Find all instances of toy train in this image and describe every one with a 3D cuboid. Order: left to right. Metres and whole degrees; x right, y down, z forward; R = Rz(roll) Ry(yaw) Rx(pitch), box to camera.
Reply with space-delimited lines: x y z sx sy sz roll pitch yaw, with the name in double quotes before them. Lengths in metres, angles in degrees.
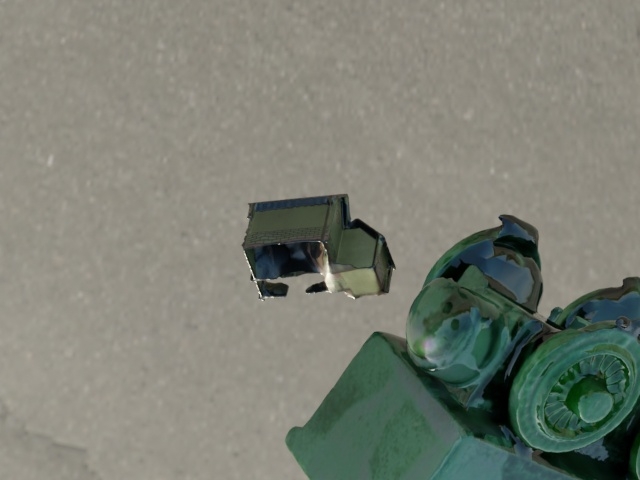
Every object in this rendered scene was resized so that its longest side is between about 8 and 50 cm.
"toy train" 0.132 0.114 0.956 0.266 0.145 0.202 24 106 -37

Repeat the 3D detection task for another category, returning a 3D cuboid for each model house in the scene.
"model house" 0.000 0.000 0.980 0.083 0.058 0.057 -7 131 15
